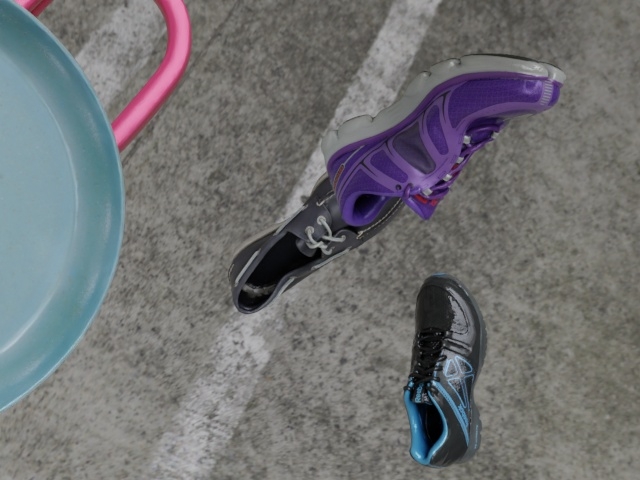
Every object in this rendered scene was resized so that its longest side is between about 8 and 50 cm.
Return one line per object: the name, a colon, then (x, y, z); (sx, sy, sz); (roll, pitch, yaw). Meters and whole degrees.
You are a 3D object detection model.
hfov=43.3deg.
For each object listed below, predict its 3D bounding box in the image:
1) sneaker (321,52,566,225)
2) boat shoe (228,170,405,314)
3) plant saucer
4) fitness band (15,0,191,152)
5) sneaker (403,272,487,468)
sneaker: (0.071, -0.053, 0.471); (0.068, 0.170, 0.071); (5, 69, -39)
boat shoe: (0.000, 0.000, 0.698); (0.075, 0.206, 0.065); (44, 28, -24)
plant saucer: (-0.286, -0.022, 0.511); (0.317, 0.043, 0.318); (-3, 96, -29)
fitness band: (-0.286, -0.212, 0.962); (0.209, 0.054, 0.291); (39, 80, -9)
sneaker: (0.212, 0.226, 1.406); (0.139, 0.125, 0.341); (4, 80, -52)
